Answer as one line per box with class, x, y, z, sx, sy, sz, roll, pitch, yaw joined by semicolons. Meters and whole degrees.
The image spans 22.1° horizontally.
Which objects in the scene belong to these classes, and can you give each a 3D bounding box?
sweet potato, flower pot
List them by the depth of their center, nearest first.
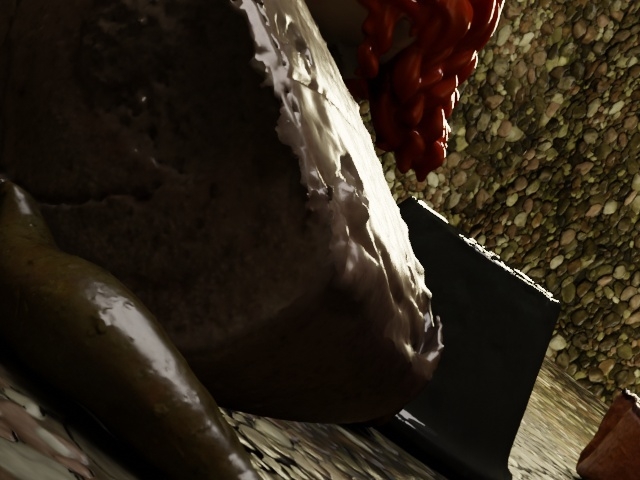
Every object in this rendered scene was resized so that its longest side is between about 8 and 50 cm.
sweet potato;-0.089;0.061;0.736;0.249;0.059;0.069;43;-6;22
flower pot;0.095;0.072;1.382;0.269;0.166;0.269;38;5;-4

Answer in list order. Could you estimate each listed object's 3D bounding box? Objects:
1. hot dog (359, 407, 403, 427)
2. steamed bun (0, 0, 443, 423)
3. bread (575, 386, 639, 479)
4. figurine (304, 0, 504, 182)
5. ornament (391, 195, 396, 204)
hot dog;0.005;0.083;1.192;0.147;0.065;0.099;32;-3;-32
steamed bun;-0.076;-0.035;0.901;0.251;0.199;0.301;48;20;-67
bread;0.398;0.279;1.874;0.190;0.123;0.244;35;5;-47
figurine;-0.023;-0.166;1.490;0.306;0.411;0.241;67;-13;-21
ornament;0.000;0.000;1.649;0.244;0.061;0.230;28;36;16
